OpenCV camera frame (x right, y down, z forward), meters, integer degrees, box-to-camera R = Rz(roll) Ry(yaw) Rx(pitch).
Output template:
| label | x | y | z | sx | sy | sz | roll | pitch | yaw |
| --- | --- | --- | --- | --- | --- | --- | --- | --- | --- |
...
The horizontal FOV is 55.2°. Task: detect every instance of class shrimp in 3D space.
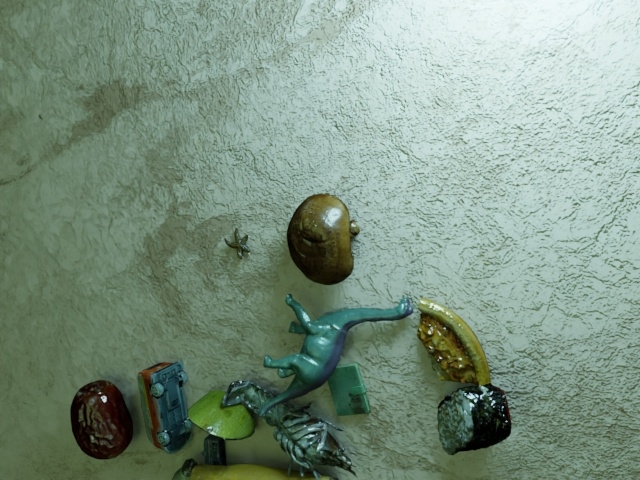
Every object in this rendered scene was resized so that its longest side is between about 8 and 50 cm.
| label | x | y | z | sx | sy | sz | roll | pitch | yaw |
| --- | --- | --- | --- | --- | --- | --- | --- | --- | --- |
| shrimp | -0.079 | 0.508 | 1.649 | 0.410 | 0.166 | 0.221 | 36 | 116 | 28 |

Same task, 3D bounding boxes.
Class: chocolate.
| label | x | y | z | sx | sy | sz | roll | pitch | yaw |
| --- | --- | --- | --- | --- | --- | --- | --- | --- | --- |
| chocolate | -0.167 | 0.714 | 1.715 | 0.445 | 0.162 | 0.162 | 0 | 100 | 23 |

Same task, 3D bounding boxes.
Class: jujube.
| label | x | y | z | sx | sy | sz | roll | pitch | yaw |
| --- | --- | --- | --- | --- | --- | --- | --- | --- | --- |
| jujube | -0.689 | 0.571 | 1.928 | 0.183 | 0.183 | 0.243 | -1 | 111 | 25 |

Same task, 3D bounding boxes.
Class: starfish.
| label | x | y | z | sx | sy | sz | roll | pitch | yaw |
| --- | --- | --- | --- | --- | --- | --- | --- | --- | --- |
| starfish | -0.225 | 0.008 | 1.680 | 0.078 | 0.028 | 0.091 | -11 | 93 | 21 |

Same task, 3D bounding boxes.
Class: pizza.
| label | x | y | z | sx | sy | sz | roll | pitch | yaw |
| --- | --- | --- | --- | --- | --- | --- | --- | --- | --- |
| pizza | 0.312 | 0.255 | 1.461 | 0.134 | 0.056 | 0.271 | -27 | 87 | 19 |

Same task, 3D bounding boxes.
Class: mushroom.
| label | x | y | z | sx | sy | sz | roll | pitch | yaw |
| --- | --- | --- | --- | --- | --- | --- | --- | --- | --- |
| mushroom | -0.007 | 0.003 | 1.514 | 0.194 | 0.138 | 0.231 | -9 | 96 | 27 |

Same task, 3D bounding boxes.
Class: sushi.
| label | x | y | z | sx | sy | sz | roll | pitch | yaw |
| --- | --- | --- | --- | --- | --- | --- | --- | --- | --- |
| sushi | 0.343 | 0.406 | 1.389 | 0.126 | 0.225 | 0.136 | -3 | 63 | -1 |

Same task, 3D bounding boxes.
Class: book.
| label | x | y | z | sx | sy | sz | roll | pitch | yaw |
| --- | --- | --- | --- | --- | --- | --- | --- | --- | --- |
| book | 0.073 | 0.397 | 1.624 | 0.103 | 0.017 | 0.135 | -13 | 95 | 27 |

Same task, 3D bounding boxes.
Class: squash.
| label | x | y | z | sx | sy | sz | roll | pitch | yaw |
| --- | --- | --- | --- | --- | --- | --- | --- | --- | --- |
| squash | -0.275 | 0.481 | 1.726 | 0.192 | 0.184 | 0.085 | 25 | 94 | 18 |

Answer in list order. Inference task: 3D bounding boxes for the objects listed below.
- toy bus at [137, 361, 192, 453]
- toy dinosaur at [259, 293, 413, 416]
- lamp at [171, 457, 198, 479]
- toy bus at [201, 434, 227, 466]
| label | x | y | z | sx | sy | sz | roll | pitch | yaw |
| --- | --- | --- | --- | --- | --- | --- | --- | --- | --- |
| toy bus | -0.473 | 0.503 | 1.852 | 0.120 | 0.121 | 0.265 | 0 | 101 | 34 |
| toy dinosaur | 0.037 | 0.299 | 1.538 | 0.331 | 0.129 | 0.383 | 11 | 83 | 23 |
| lamp | -0.419 | 0.774 | 1.887 | 0.101 | 0.101 | 0.250 | 27 | 118 | 18 |
| toy bus | -0.316 | 0.668 | 1.846 | 0.065 | 0.047 | 0.166 | 0 | 100 | 21 |
